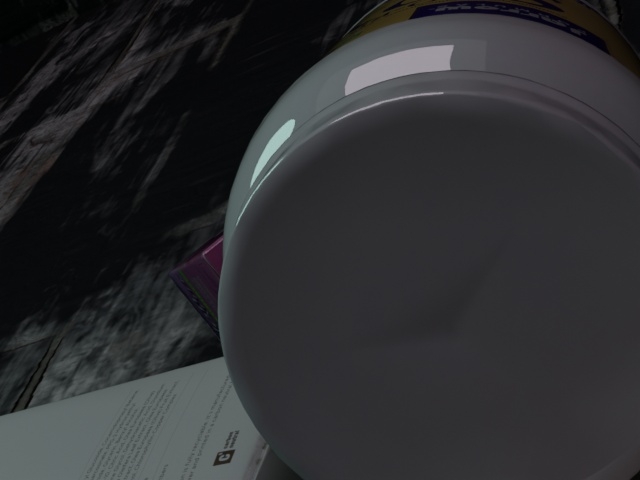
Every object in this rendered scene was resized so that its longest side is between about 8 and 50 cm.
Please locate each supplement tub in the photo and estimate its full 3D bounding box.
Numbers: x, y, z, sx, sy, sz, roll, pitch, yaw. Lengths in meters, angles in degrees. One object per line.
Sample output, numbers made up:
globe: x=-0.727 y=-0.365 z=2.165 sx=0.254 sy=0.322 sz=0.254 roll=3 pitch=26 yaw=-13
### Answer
supplement tub: x=0.082 y=-0.015 z=0.616 sx=0.241 sy=0.241 sz=0.331 roll=-23 pitch=13 yaw=16

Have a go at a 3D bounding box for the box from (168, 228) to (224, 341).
box: x=0.000 y=0.000 z=0.941 sx=0.213 sy=0.117 sz=0.243 roll=-39 pitch=4 yaw=-14

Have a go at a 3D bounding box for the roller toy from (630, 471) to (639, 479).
roller toy: x=0.207 y=0.170 z=0.484 sx=0.209 sy=0.146 sz=0.191 roll=-19 pitch=21 yaw=43

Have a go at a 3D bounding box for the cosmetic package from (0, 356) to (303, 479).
cosmetic package: x=-0.136 y=0.215 z=0.721 sx=0.365 sy=0.197 sz=0.155 roll=-15 pitch=30 yaw=27
